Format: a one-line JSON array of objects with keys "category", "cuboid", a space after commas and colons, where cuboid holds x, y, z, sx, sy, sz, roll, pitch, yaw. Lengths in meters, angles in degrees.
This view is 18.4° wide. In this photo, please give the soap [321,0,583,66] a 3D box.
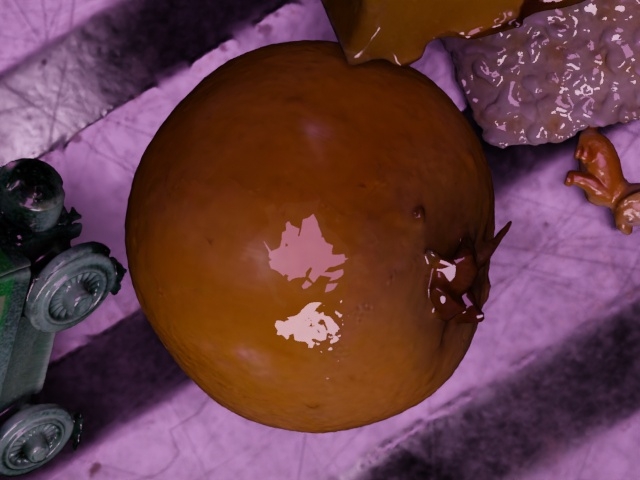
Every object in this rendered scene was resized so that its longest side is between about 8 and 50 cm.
[{"category": "soap", "cuboid": [0.095, -0.275, 1.352, 0.259, 0.281, 0.143, -21, 134, -1]}]

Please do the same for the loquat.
[{"category": "loquat", "cuboid": [0.000, 0.000, 1.358, 0.275, 0.275, 0.274, 0, 92, -1]}]

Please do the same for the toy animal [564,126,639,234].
[{"category": "toy animal", "cuboid": [0.226, -0.048, 1.472, 0.083, 0.060, 0.081, 21, 92, 6]}]

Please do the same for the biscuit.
[{"category": "biscuit", "cuboid": [0.159, -0.153, 1.434, 0.265, 0.040, 0.188, 24, 122, 13]}]

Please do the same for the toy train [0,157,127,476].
[{"category": "toy train", "cuboid": [-0.257, 0.076, 1.355, 0.202, 0.300, 0.120, -20, 56, -35]}]
